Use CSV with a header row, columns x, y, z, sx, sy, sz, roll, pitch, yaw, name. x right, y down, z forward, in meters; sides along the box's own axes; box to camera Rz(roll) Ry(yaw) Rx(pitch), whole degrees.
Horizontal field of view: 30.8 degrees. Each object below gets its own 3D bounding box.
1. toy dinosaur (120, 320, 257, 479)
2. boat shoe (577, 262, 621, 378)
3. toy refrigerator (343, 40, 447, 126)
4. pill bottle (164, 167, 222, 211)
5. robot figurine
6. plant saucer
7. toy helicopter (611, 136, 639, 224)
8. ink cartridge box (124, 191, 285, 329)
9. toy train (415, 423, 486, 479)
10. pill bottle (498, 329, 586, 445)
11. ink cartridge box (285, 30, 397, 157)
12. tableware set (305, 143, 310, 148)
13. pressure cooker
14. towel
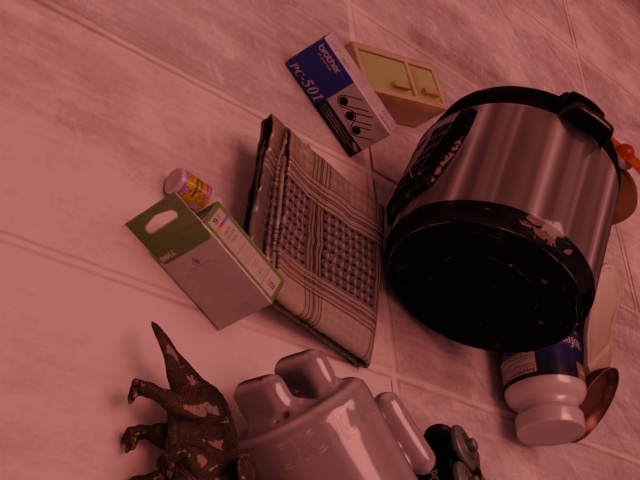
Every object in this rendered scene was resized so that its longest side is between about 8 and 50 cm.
x,y,z,sx,sy,sz,roll,pitch,yaw,name
-0.160,0.247,1.461,0.160,0.121,0.313,9,39,-39,toy dinosaur
0.515,0.162,2.281,0.116,0.099,0.319,-38,139,-30,boat shoe
0.126,-0.295,2.210,0.269,0.094,0.102,6,63,-51,toy refrigerator
-0.184,-0.070,1.701,0.083,0.043,0.043,32,45,-37,pill bottle
0.019,0.324,1.563,0.300,0.200,0.353,-30,92,-25,robot figurine
0.533,0.320,2.304,0.029,0.168,0.168,30,17,35,plant saucer
0.591,-0.183,2.611,0.355,0.235,0.140,51,37,-17,toy helicopter
-0.159,0.017,1.619,0.209,0.109,0.062,50,36,-17,ink cartridge box
0.202,0.427,1.762,0.190,0.142,0.334,60,16,-24,toy train
0.413,0.238,2.173,0.153,0.153,0.264,28,48,-40,pill bottle
0.038,-0.259,2.068,0.207,0.097,0.046,54,35,-11,ink cartridge box
-0.040,-0.056,1.886,0.128,0.039,0.194,58,38,-21,tableware set
0.330,-0.059,2.048,0.420,0.370,0.375,-65,147,-37,pressure cooker
0.000,0.000,1.835,0.324,0.056,0.312,37,49,-39,towel
